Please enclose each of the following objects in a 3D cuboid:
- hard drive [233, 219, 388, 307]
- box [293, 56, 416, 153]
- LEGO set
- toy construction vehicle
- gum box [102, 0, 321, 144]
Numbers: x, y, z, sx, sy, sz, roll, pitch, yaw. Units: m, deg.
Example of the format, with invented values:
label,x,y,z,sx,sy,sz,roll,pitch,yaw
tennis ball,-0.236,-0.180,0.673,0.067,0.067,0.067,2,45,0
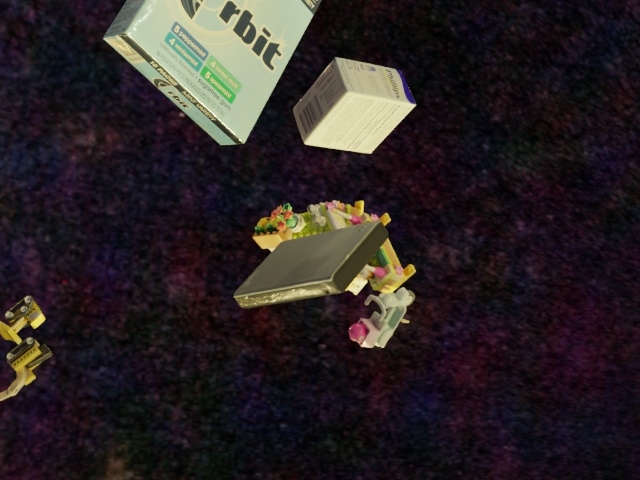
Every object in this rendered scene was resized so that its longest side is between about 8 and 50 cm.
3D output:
label,x,y,z,sx,sy,sz,roll,pitch,yaw
hard drive,-0.010,0.024,0.971,0.135,0.022,0.094,-13,27,44
box,0.051,-0.205,1.557,0.126,0.137,0.072,-45,52,40
LEGO set,0.000,0.000,1.205,0.287,0.107,0.132,39,103,45
toy construction vehicle,-0.300,0.112,0.984,0.098,0.086,0.035,-40,64,-19
gum box,-0.092,-0.208,0.939,0.041,0.157,0.184,3,60,47
